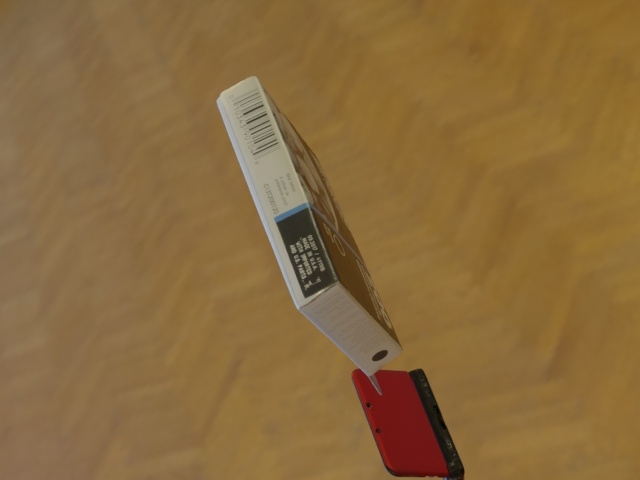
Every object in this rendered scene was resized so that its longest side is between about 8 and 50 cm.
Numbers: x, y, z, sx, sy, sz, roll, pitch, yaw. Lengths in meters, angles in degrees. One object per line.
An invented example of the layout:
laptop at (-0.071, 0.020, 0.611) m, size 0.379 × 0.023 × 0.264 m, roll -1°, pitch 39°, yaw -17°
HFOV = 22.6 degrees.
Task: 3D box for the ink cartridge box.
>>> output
ink cartridge box at (0.000, 0.000, 1.294) m, size 0.045 × 0.208 × 0.206 m, roll -27°, pitch 60°, yaw 7°

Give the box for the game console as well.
game console at (0.096, 0.217, 1.740) m, size 0.085 × 0.124 × 0.144 m, roll -16°, pitch 51°, yaw -6°
